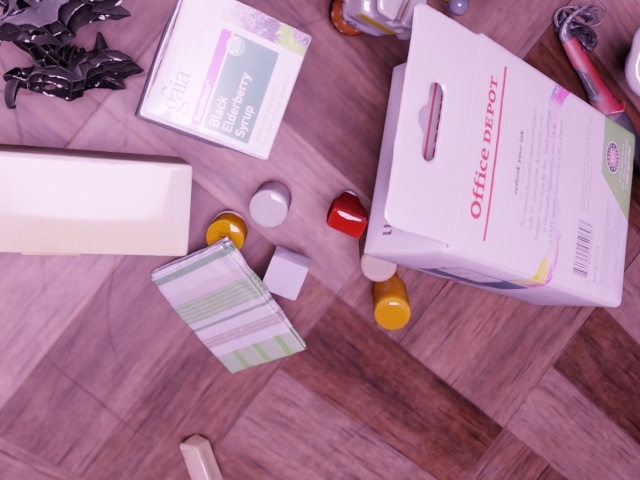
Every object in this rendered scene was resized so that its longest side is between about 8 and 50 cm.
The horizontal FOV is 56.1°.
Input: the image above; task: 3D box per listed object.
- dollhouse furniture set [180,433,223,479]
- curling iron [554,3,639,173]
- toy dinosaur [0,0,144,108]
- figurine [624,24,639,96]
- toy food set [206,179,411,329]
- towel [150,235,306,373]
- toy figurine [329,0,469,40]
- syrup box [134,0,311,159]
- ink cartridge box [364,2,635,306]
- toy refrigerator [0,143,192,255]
[{"bbox_3d":[-0.137,0.283,0.706,0.081,0.091,0.114,-23,86,29],"label":"dollhouse furniture set"},{"bbox_3d":[0.375,-0.182,0.766,0.068,0.035,0.274,-41,111,-7],"label":"curling iron"},{"bbox_3d":[-0.250,-0.239,0.502,0.321,0.164,0.219,-29,88,5],"label":"toy dinosaur"},{"bbox_3d":[0.415,-0.152,0.711,0.092,0.209,0.215,-11,102,26],"label":"figurine"},{"bbox_3d":[0.000,0.000,0.663,0.232,0.104,0.111,21,109,-4],"label":"toy food set"},{"bbox_3d":[-0.097,0.073,0.641,0.113,0.023,0.152,-21,116,28],"label":"towel"},{"bbox_3d":[0.081,-0.312,0.585,0.213,0.148,0.210,-29,115,-14],"label":"toy figurine"},{"bbox_3d":[-0.095,-0.132,0.506,0.096,0.237,0.093,18,95,-21],"label":"syrup box"},{"bbox_3d":[0.171,-0.062,0.614,0.353,0.119,0.207,17,78,-34],"label":"ink cartridge box"},{"bbox_3d":[-0.260,-0.036,0.544,0.269,0.102,0.094,2,101,-20],"label":"toy refrigerator"}]
